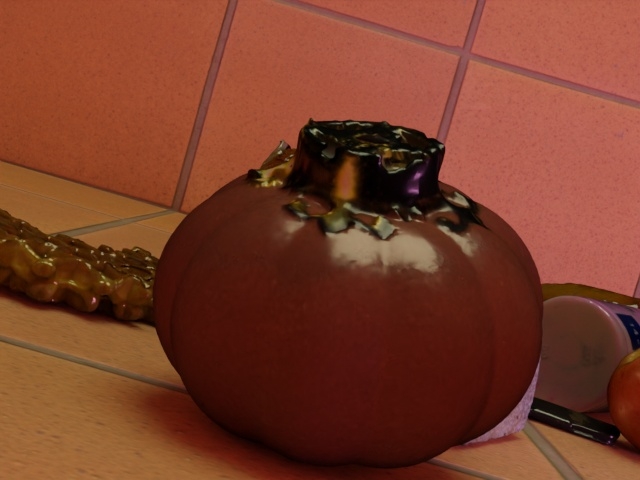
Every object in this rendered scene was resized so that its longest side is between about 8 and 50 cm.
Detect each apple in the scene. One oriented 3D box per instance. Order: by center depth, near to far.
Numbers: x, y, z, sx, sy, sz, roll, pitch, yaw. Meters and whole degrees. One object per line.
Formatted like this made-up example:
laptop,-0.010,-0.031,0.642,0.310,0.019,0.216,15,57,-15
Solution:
apple,0.412,0.176,1.151,0.139,0.163,0.163,54,7,4

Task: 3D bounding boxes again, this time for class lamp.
lamp,0.025,0.032,0.778,0.305,0.240,0.305,6,20,-2

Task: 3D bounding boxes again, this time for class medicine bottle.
medicine bottle,0.385,0.158,1.376,0.152,0.152,0.254,19,5,36

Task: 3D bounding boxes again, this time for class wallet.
wallet,0.276,0.207,1.199,0.156,0.018,0.082,18,4,17

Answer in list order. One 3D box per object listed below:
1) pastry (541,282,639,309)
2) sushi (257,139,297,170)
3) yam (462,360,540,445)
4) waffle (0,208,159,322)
pastry,0.482,0.169,1.670,0.356,0.164,0.356,13,-2,0
sushi,0.000,0.000,1.241,0.184,0.274,0.139,-13,1,-43
yam,0.074,0.074,1.027,0.271,0.201,0.202,12,1,26
waffle,-0.280,0.028,1.108,0.293,0.069,0.260,18,5,-23
